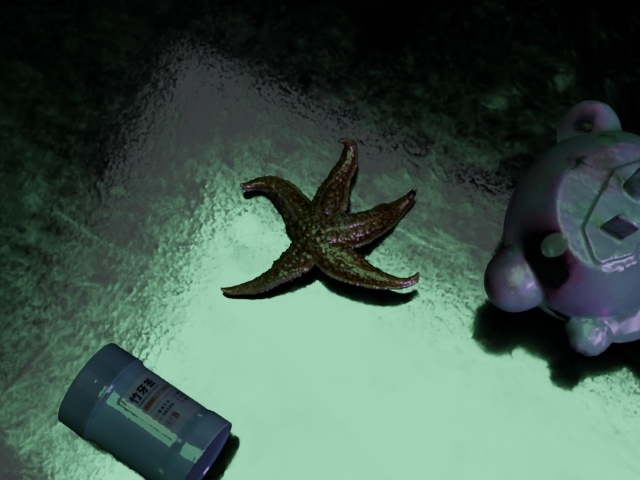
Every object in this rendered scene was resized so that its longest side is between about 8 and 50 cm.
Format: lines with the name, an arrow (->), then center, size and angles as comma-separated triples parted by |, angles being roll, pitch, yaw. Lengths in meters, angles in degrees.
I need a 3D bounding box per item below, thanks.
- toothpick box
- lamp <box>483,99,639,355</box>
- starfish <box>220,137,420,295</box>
toothpick box -> -0.181, 0.188, 1.518 | 0.153, 0.101, 0.101 | 33, 77, 9
lamp -> 0.335, 0.012, 1.485 | 0.301, 0.247, 0.247 | 29, 79, 2
starfish -> 0.000, -0.003, 1.593 | 0.238, 0.057, 0.213 | -37, 68, -9
